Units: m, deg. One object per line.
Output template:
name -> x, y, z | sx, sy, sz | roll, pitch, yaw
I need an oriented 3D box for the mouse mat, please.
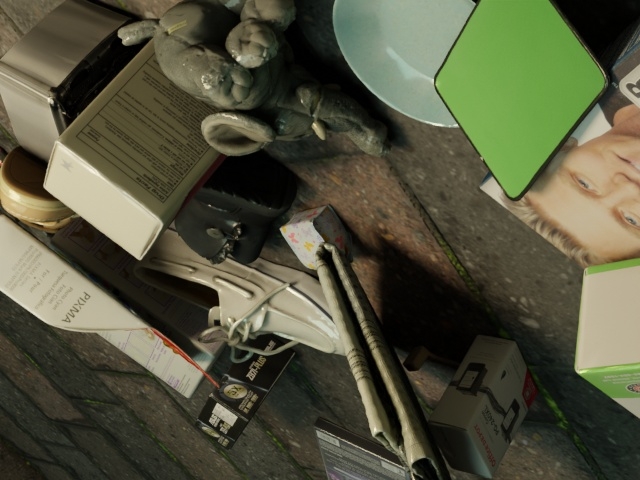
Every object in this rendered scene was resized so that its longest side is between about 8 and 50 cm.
mouse mat -> 0.169, -0.139, 0.953 | 0.152, 0.007, 0.189 | 60, 152, 20

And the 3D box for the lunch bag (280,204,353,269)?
lunch bag -> 0.000, 0.000, 1.428 | 0.071, 0.053, 0.083 | -12, 116, 50

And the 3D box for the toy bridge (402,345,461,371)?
toy bridge -> 0.196, 0.212, 1.513 | 0.188, 0.063, 0.026 | 45, 149, -13

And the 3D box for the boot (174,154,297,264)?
boot -> -0.169, -0.058, 1.444 | 0.246, 0.094, 0.207 | 21, 150, -12

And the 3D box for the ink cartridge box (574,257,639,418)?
ink cartridge box -> 0.395, 0.114, 1.012 | 0.198, 0.114, 0.273 | -13, 145, 41

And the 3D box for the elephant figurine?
elephant figurine -> -0.063, -0.162, 1.181 | 0.186, 0.169, 0.239 | 51, 179, 36

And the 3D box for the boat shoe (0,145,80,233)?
boat shoe -> -0.359, -0.061, 1.469 | 0.122, 0.110, 0.341 | 26, -169, -3

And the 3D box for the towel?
towel -> 0.089, 0.201, 1.385 | 0.312, 0.056, 0.324 | 61, -176, -55

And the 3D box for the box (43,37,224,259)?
box -> -0.189, -0.120, 1.269 | 0.148, 0.232, 0.127 | 38, 151, -3

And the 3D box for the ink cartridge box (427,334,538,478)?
ink cartridge box -> 0.213, 0.217, 1.414 | 0.063, 0.150, 0.109 | 7, 139, 39

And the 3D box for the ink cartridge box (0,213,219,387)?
ink cartridge box -> -0.344, 0.109, 1.603 | 0.385, 0.091, 0.308 | 41, 171, -13

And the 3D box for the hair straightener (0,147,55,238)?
hair straightener -> -0.522, -0.092, 1.835 | 0.230, 0.047, 0.089 | 46, 148, -17

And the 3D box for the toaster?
toaster -> -0.299, -0.192, 1.345 | 0.110, 0.168, 0.185 | 26, 149, 18

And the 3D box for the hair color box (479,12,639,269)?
hair color box -> 0.302, -0.096, 0.930 | 0.174, 0.105, 0.347 | 38, 151, -2

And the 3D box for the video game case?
video game case -> 0.091, 0.437, 1.978 | 0.196, 0.026, 0.274 | 21, 148, 25

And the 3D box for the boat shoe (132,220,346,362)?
boat shoe -> -0.121, 0.101, 1.587 | 0.367, 0.156, 0.136 | 28, 150, 14

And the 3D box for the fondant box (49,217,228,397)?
fondant box -> -0.312, 0.110, 1.860 | 0.330, 0.096, 0.238 | 35, 150, 0

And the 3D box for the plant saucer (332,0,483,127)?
plant saucer -> 0.104, -0.195, 1.059 | 0.195, 0.037, 0.195 | 25, 148, 17

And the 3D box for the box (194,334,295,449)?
box -> -0.129, 0.251, 1.818 | 0.077, 0.147, 0.180 | 34, 151, 3
